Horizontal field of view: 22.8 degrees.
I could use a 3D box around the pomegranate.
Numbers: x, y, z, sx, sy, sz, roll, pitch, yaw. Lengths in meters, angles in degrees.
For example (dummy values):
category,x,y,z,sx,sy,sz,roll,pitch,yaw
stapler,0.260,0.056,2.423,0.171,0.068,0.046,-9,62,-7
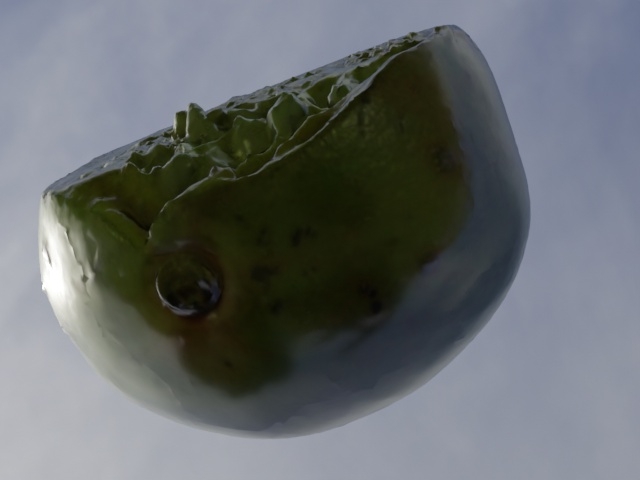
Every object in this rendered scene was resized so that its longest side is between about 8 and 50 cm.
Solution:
category,x,y,z,sx,sy,sz,roll,pitch,yaw
pomegranate,0.000,0.000,1.012,0.309,0.358,0.216,-21,-87,25
